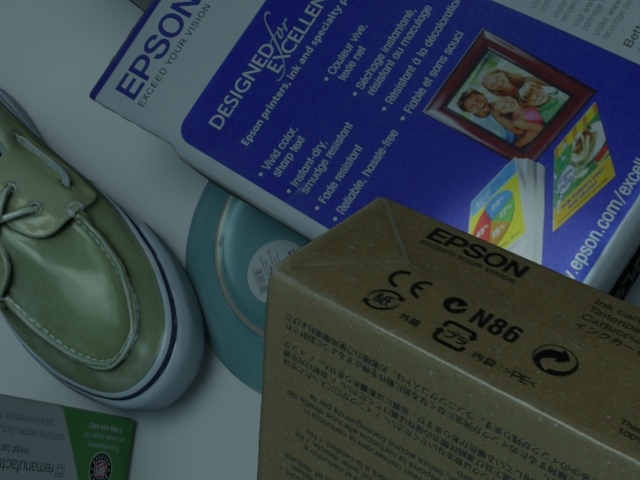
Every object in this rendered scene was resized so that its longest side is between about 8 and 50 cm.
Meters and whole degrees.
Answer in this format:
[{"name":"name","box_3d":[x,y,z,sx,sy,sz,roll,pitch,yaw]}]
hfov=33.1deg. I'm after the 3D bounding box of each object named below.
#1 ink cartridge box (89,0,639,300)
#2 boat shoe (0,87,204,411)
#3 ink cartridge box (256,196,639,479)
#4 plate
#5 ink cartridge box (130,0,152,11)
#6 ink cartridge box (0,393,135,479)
[{"name":"ink cartridge box","box_3d":[0.076,-0.125,0.579,0.307,0.072,0.303,32,86,28]},{"name":"boat shoe","box_3d":[-0.189,-0.010,0.664,0.302,0.094,0.109,43,96,28]},{"name":"ink cartridge box","box_3d":[0.088,0.116,0.455,0.235,0.088,0.193,26,130,27]},{"name":"plate","box_3d":[0.000,0.000,0.617,0.188,0.024,0.188,-6,73,22]},{"name":"ink cartridge box","box_3d":[-0.084,-0.258,0.651,0.092,0.158,0.218,40,94,29]},{"name":"ink cartridge box","box_3d":[-0.188,0.189,0.574,0.093,0.154,0.212,2,76,23]}]
